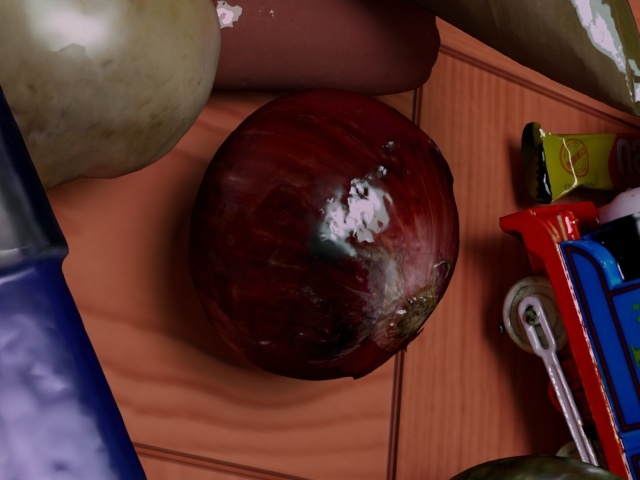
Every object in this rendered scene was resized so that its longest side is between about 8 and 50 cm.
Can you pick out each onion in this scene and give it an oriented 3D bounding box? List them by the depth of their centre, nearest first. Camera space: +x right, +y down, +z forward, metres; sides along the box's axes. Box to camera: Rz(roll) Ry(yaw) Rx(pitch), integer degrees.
[{"bbox_3d":[0.000,0.000,0.620,0.131,0.131,0.131,11,70,-32],"label":"onion"}]

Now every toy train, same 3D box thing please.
[{"bbox_3d":[0.173,0.070,0.704,0.083,0.131,0.204,-8,79,-55],"label":"toy train"}]

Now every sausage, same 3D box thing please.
[{"bbox_3d":[-0.010,-0.101,0.677,0.154,0.062,0.062,-2,77,-35],"label":"sausage"}]

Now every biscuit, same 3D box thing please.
[{"bbox_3d":[0.225,-0.046,0.848,0.292,0.026,0.048,-3,83,-38],"label":"biscuit"}]

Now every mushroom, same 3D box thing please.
[{"bbox_3d":[-0.112,-0.086,0.570,0.148,0.112,0.148,10,71,-30],"label":"mushroom"}]

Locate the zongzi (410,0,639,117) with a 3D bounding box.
[{"bbox_3d":[-0.003,-0.177,0.604,0.274,0.145,0.300,3,50,-36],"label":"zongzi"}]

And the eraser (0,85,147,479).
[{"bbox_3d":[-0.171,-0.020,0.428,0.155,0.101,0.332,-19,82,-30],"label":"eraser"}]

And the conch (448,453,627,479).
[{"bbox_3d":[0.100,0.190,0.621,0.181,0.124,0.187,12,97,-1],"label":"conch"}]
